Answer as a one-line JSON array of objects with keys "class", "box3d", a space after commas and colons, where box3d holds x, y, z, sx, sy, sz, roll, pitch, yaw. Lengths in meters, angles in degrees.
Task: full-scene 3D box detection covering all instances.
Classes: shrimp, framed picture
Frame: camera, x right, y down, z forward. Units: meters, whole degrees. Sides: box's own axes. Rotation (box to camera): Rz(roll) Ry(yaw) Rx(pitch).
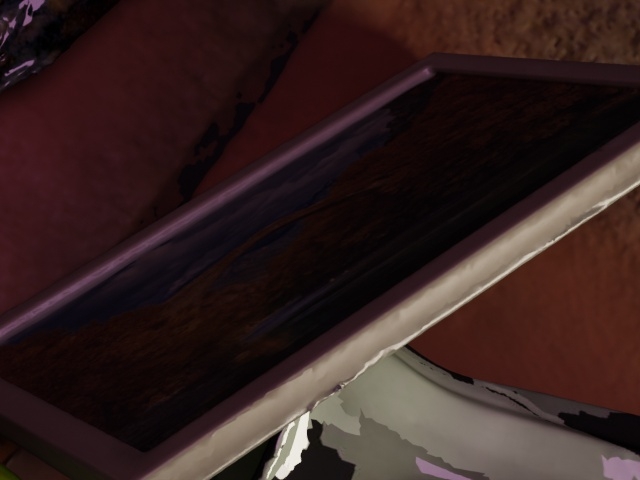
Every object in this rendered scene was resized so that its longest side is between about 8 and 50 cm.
[{"class": "shrimp", "box3d": [-0.113, -0.110, 0.677, 0.091, 0.034, 0.161, 35, 61, 6]}, {"class": "framed picture", "box3d": [0.000, 0.000, 0.606, 0.250, 0.184, 0.016, -32, 112, -22]}]

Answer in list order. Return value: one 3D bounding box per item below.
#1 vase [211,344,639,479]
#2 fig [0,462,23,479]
[{"class": "vase", "box3d": [0.139, 0.134, 0.633, 0.360, 0.165, 0.165, 23, 70, -6]}, {"class": "fig", "box3d": [-0.155, 0.200, 0.486, 0.233, 0.233, 0.314, -2, 107, -19]}]
